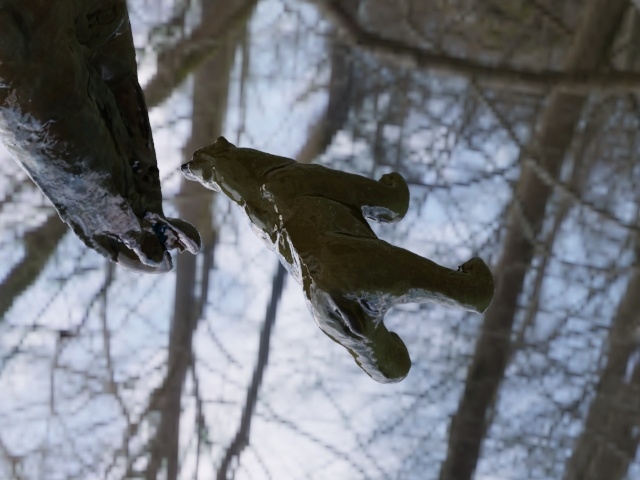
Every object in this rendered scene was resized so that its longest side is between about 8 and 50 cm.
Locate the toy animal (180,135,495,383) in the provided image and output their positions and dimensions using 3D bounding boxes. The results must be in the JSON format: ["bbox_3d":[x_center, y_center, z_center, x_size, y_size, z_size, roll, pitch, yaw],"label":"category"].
[{"bbox_3d":[0.000,0.000,1.001,0.101,0.103,0.218,16,-156,-36],"label":"toy animal"}]

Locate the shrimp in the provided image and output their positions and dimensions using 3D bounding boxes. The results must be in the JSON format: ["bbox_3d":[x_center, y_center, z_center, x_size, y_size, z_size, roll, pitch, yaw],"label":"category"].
[{"bbox_3d":[-0.222,-0.126,1.594,0.110,0.445,0.221,8,-129,24],"label":"shrimp"}]
